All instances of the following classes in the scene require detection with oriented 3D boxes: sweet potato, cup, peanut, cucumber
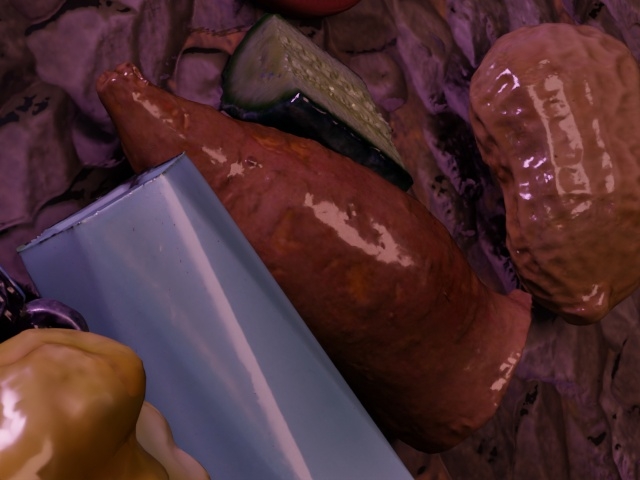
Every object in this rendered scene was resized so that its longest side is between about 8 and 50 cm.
[{"bbox_3d":[-0.002,0.002,0.982,0.336,0.131,0.131,41,50,-29],"label":"sweet potato"},{"bbox_3d":[-0.060,0.074,0.897,0.148,0.134,0.236,-37,102,-49],"label":"cup"},{"bbox_3d":[0.195,-0.053,1.223,0.196,0.110,0.233,-7,80,-47],"label":"peanut"},{"bbox_3d":[-0.006,-0.081,1.053,0.115,0.062,0.116,38,19,-33],"label":"cucumber"}]

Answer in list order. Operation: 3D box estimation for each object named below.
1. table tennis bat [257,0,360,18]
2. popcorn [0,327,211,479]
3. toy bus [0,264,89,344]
[{"bbox_3d":[-0.052,-0.275,1.078,0.310,0.038,0.200,35,55,-40],"label":"table tennis bat"},{"bbox_3d":[-0.156,0.216,0.588,0.292,0.293,0.334,-68,155,-51],"label":"popcorn"},{"bbox_3d":[-0.198,0.060,0.752,0.234,0.133,0.116,53,15,-19],"label":"toy bus"}]
